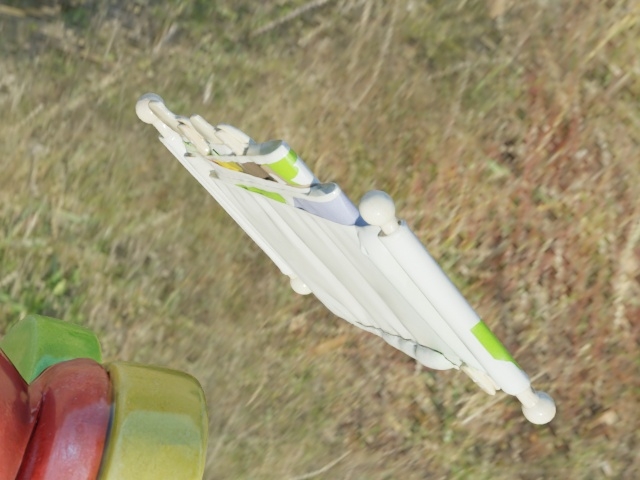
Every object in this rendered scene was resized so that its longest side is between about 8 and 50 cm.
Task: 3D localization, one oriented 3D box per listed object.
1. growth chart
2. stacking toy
[{"bbox_3d":[0.000,0.000,0.777,0.021,0.237,0.172,-46,123,-13],"label":"growth chart"},{"bbox_3d":[-0.183,0.144,0.594,0.130,0.279,0.309,25,94,-20],"label":"stacking toy"}]
